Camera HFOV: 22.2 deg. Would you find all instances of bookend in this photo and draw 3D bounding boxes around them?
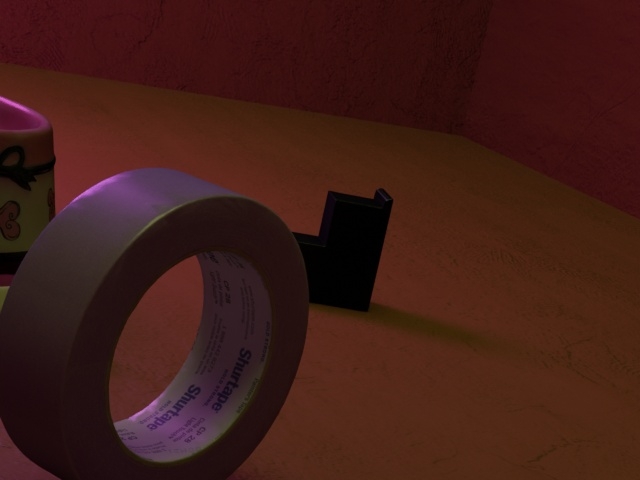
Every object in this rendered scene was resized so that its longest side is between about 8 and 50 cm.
[{"bbox_3d":[0.000,0.000,2.165,0.157,0.156,0.072,9,12,-12],"label":"bookend"}]

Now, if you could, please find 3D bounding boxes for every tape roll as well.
[{"bbox_3d":[-0.133,0.082,1.342,0.090,0.274,0.275,20,14,38],"label":"tape roll"}]

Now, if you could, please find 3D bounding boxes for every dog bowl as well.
[{"bbox_3d":[-0.500,-0.106,1.944,0.408,0.150,0.408,14,12,-3],"label":"dog bowl"}]

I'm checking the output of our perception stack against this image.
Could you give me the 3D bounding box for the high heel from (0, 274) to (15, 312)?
[{"bbox_3d":[-0.363,0.069,1.718,0.244,0.082,0.117,-11,-5,-34],"label":"high heel"}]
